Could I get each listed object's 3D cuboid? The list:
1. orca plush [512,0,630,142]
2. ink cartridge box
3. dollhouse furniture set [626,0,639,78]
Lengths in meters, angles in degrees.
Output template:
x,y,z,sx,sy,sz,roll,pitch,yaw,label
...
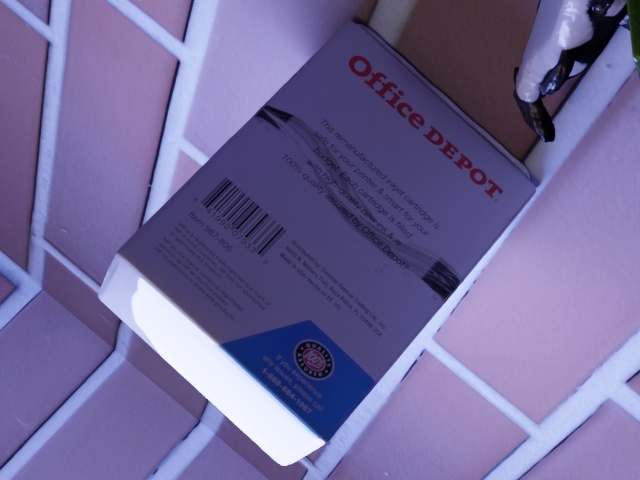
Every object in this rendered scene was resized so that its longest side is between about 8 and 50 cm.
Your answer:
x,y,z,sx,sy,sz,roll,pitch,yaw,label
0.250,-0.180,1.352,0.102,0.151,0.287,8,146,-1,orca plush
0.000,0.000,1.621,0.285,0.395,0.166,43,155,0,ink cartridge box
0.304,-0.276,1.041,0.198,0.151,0.301,-6,92,15,dollhouse furniture set
